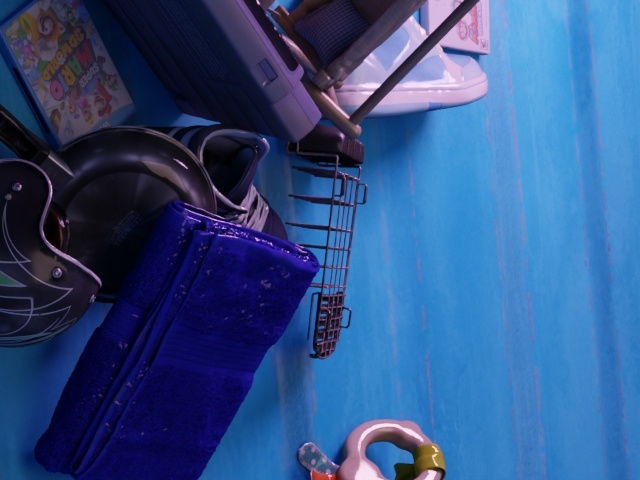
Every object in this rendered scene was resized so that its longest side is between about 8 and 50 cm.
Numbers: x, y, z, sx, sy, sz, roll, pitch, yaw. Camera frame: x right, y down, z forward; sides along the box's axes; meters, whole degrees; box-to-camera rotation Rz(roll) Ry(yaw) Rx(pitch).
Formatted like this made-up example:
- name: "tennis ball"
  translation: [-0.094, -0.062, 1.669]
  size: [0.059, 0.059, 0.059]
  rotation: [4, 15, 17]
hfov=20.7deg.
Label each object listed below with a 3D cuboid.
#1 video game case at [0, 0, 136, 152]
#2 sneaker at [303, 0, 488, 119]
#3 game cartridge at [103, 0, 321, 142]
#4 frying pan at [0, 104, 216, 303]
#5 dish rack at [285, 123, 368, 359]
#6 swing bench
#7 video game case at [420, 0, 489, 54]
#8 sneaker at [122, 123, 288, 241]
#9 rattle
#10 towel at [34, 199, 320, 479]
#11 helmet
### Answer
- name: "video game case"
  translation: [-0.263, -0.174, 1.808]
  size: [0.119, 0.015, 0.166]
  rotation: [-49, 124, -41]
- name: "sneaker"
  translation: [0.097, -0.261, 2.171]
  size: [0.319, 0.127, 0.208]
  rotation: [-13, 99, -51]
- name: "game cartridge"
  translation: [-0.153, -0.256, 1.779]
  size: [0.068, 0.230, 0.355]
  rotation: [-50, 127, -22]
- name: "frying pan"
  translation: [-0.225, -0.070, 1.732]
  size: [0.197, 0.053, 0.326]
  rotation: [-27, 119, -1]
- name: "dish rack"
  translation: [0.000, 0.000, 2.020]
  size: [0.208, 0.074, 0.272]
  rotation: [10, 86, -80]
- name: "swing bench"
  translation: [0.021, -0.298, 1.904]
  size: [0.254, 0.253, 0.165]
  rotation: [37, 17, -24]
- name: "video game case"
  translation: [0.182, -0.335, 2.363]
  size: [0.143, 0.019, 0.157]
  rotation: [2, 87, -51]
- name: "sneaker"
  translation: [-0.090, -0.042, 1.901]
  size: [0.282, 0.153, 0.099]
  rotation: [35, 62, -44]
- name: "rattle"
  translation: [0.046, 0.303, 2.147]
  size: [0.199, 0.143, 0.130]
  rotation: [-18, 70, -35]
- name: "towel"
  translation: [-0.137, 0.123, 1.786]
  size: [0.227, 0.076, 0.308]
  rotation: [20, 104, -48]
- name: "helmet"
  translation: [-0.294, 0.021, 1.633]
  size: [0.169, 0.169, 0.162]
  rotation: [11, 62, -50]
